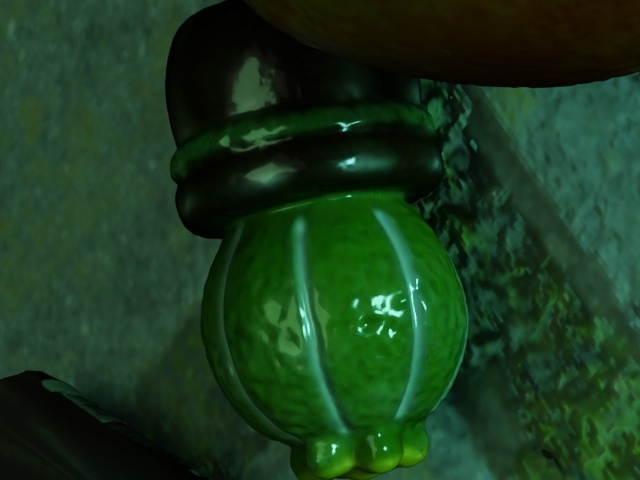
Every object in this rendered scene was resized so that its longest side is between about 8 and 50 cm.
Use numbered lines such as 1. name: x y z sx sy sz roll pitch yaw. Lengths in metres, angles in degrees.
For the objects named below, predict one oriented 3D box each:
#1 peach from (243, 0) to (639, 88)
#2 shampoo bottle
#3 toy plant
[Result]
1. peach: 0.052 -0.153 0.517 0.231 0.231 0.231 -1 88 42
2. shampoo bottle: -0.045 0.125 0.700 0.236 0.068 0.067 30 109 41
3. toy plant: 0.000 0.000 0.644 0.092 0.092 0.162 -20 79 40
